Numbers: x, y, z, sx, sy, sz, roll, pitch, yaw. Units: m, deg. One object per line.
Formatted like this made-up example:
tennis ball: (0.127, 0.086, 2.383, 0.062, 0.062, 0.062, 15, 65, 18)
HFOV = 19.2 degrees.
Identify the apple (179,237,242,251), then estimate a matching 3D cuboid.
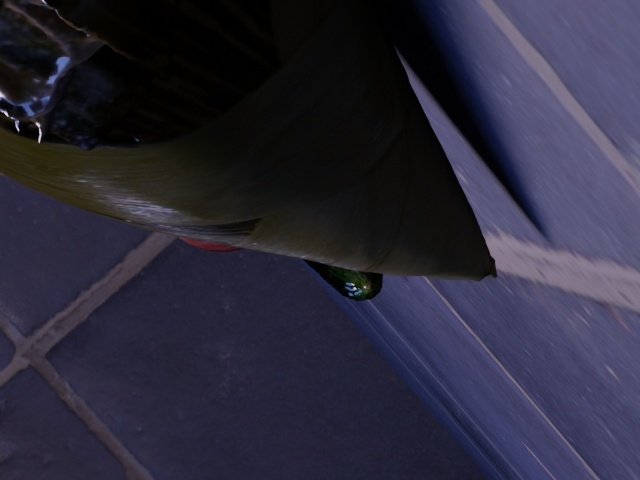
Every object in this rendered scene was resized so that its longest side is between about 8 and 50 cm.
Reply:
apple: (-0.074, -0.066, 1.221, 0.153, 0.120, 0.153, 43, 177, 3)

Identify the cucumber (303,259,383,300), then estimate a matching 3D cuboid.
cucumber: (0.000, 0.000, 1.569, 0.214, 0.058, 0.052, -141, 44, -58)

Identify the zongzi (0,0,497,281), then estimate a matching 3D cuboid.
zongzi: (-0.017, -0.060, 0.616, 0.317, 0.154, 0.289, 29, 179, -16)
